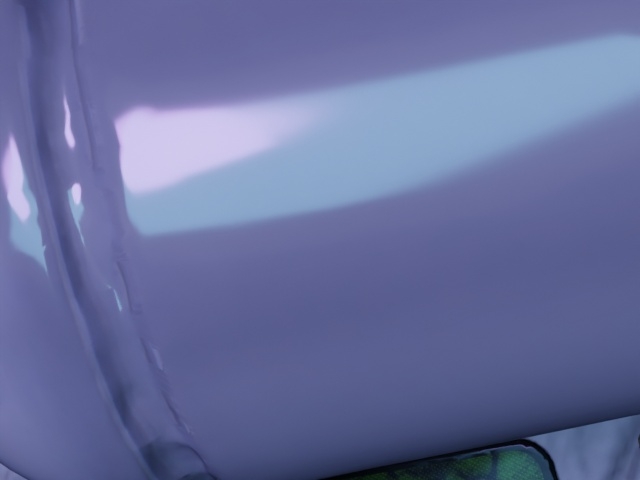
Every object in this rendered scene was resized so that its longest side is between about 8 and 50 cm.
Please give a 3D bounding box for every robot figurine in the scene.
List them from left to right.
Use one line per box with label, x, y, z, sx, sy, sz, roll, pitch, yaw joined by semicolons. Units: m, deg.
robot figurine;0.013;-0.033;0.589;0.353;0.199;0.300;-12;134;7

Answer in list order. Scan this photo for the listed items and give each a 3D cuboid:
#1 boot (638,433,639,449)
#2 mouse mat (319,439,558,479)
boot;0.197;0.025;0.675;0.203;0.095;0.262;-23;93;22
mouse mat;0.018;0.167;0.800;0.190;0.007;0.152;-12;94;21
